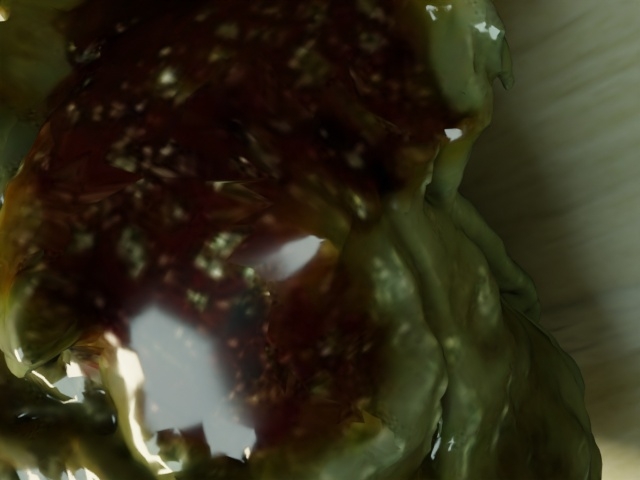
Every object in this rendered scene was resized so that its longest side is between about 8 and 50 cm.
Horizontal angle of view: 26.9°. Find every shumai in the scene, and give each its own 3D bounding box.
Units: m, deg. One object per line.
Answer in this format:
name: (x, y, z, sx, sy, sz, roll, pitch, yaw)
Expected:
shumai: (0.000, 0.000, 0.540, 0.330, 0.292, 0.288, 28, 104, 9)
